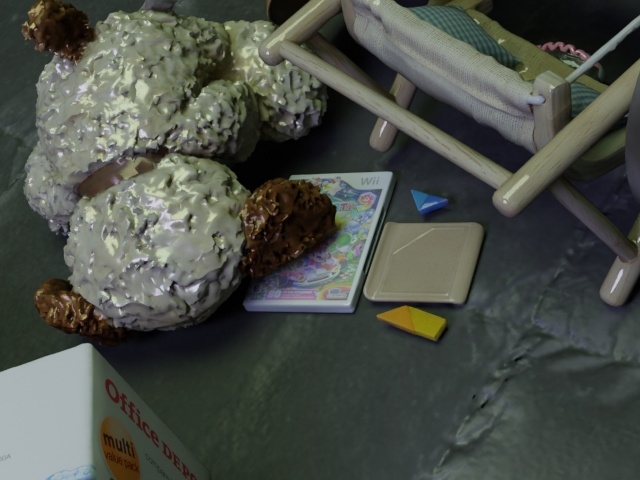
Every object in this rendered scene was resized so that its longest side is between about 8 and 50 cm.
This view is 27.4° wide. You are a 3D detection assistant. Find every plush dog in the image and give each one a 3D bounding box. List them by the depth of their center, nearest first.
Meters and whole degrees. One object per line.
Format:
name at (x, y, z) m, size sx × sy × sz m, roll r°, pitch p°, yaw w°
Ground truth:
plush dog at (-0.120, -0.044, 0.943) m, size 0.262 × 0.210 × 0.225 m, roll -25°, pitch 67°, yaw 13°

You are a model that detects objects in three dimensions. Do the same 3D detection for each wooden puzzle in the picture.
wooden puzzle at (0.071, 0.017, 0.902) m, size 0.079 × 0.014 × 0.116 m, roll 9°, pitch 57°, yaw 29°

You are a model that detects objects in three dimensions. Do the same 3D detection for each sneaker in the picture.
sneaker at (0.151, -0.114, 0.959) m, size 0.119 × 0.047 × 0.057 m, roll 9°, pitch 70°, yaw 39°

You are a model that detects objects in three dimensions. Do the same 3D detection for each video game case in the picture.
video game case at (0.000, 0.000, 0.955) m, size 0.087 × 0.011 × 0.122 m, roll -1°, pitch 51°, yaw 28°

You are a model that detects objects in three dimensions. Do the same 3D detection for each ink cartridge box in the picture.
ink cartridge box at (-0.161, 0.212, 0.738) m, size 0.168 × 0.171 × 0.232 m, roll -20°, pitch 46°, yaw 11°

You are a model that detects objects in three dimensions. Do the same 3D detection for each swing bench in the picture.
swing bench at (0.144, -0.142, 0.840) m, size 0.253 × 0.165 × 0.254 m, roll 37°, pitch 92°, yaw 42°

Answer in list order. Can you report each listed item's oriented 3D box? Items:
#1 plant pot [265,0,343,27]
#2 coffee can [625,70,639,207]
plant pot at (0.052, -0.246, 1.008) m, size 0.236 × 0.236 × 0.032 m, roll -32°, pitch 83°, yaw -1°
coffee can at (0.328, -0.036, 0.676) m, size 0.201 × 0.201 × 0.275 m, roll -42°, pitch 45°, yaw -11°
